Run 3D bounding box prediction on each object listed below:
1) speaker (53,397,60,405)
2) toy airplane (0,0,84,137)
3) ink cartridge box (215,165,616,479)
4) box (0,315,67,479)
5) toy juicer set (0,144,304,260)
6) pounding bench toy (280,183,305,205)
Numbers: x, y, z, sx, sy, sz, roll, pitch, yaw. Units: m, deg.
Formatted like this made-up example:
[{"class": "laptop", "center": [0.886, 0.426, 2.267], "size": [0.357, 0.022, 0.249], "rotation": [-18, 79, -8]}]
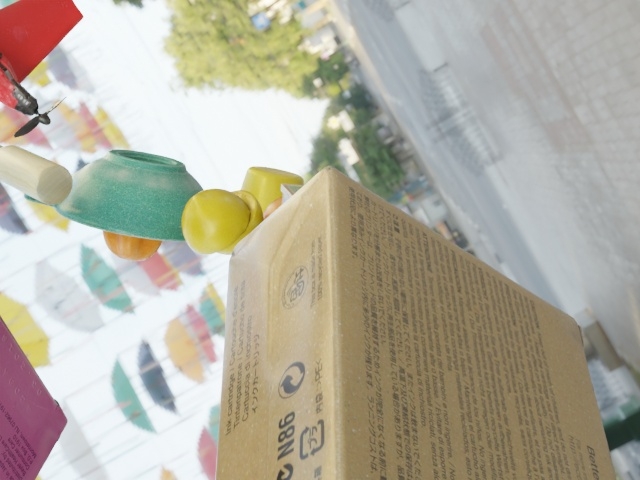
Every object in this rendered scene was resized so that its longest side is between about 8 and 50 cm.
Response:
[{"class": "speaker", "center": [-0.373, 0.212, 1.156], "size": [0.055, 0.136, 0.055], "rotation": [-5, -90, -78]}, {"class": "toy airplane", "center": [-0.204, -0.117, 0.552], "size": [0.151, 0.151, 0.028], "rotation": [62, 150, 10]}, {"class": "ink cartridge box", "center": [0.051, 0.107, 0.467], "size": [0.193, 0.088, 0.235], "rotation": [32, -143, -28]}, {"class": "box", "center": [-0.328, 0.090, 0.629], "size": [0.117, 0.242, 0.214], "rotation": [-69, -37, -53]}, {"class": "toy juicer set", "center": [-0.139, -0.018, 0.797], "size": [0.209, 0.328, 0.090], "rotation": [-147, 67, -63]}, {"class": "pounding bench toy", "center": [0.000, 0.000, 0.730], "size": [0.083, 0.052, 0.065], "rotation": [-133, 49, -70]}]
